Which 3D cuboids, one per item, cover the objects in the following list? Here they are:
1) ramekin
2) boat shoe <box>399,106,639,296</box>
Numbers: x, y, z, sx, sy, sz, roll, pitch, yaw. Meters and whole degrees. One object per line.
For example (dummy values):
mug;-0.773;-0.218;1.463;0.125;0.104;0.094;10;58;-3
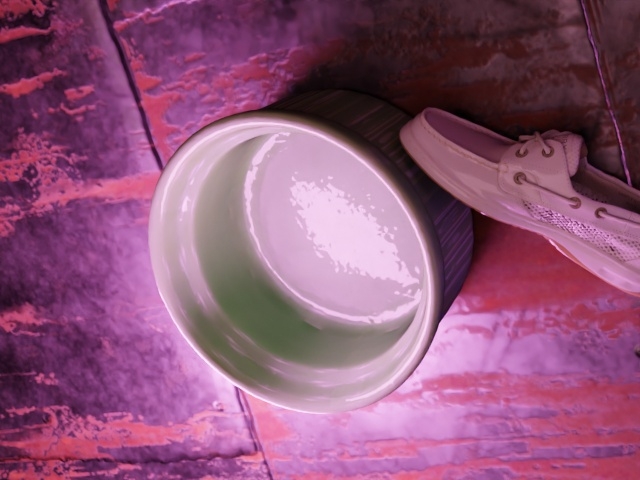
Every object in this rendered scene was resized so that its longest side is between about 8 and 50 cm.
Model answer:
ramekin;0.000;0.000;1.345;0.303;0.148;0.303;11;117;23
boat shoe;0.206;-0.058;1.245;0.277;0.098;0.096;29;123;3
